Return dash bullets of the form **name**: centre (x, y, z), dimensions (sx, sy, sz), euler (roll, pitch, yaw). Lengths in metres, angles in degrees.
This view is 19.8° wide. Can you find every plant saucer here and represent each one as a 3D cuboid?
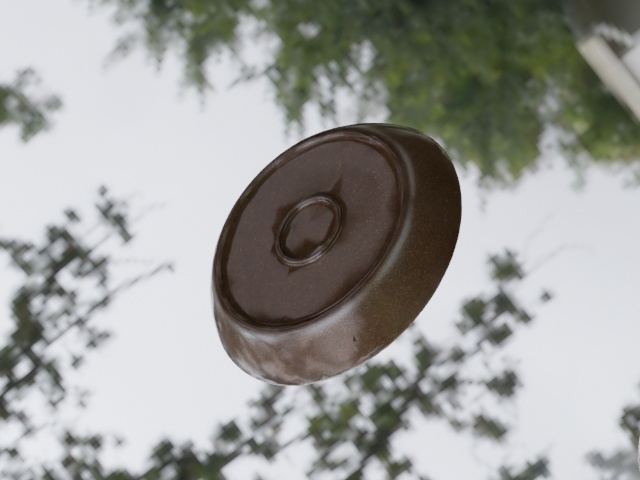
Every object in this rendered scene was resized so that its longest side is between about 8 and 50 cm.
- **plant saucer**: centre (0.000, 0.000, 1.020), dimensions (0.029, 0.168, 0.168), euler (40, -158, -42)

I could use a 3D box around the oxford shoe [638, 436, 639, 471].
- **oxford shoe**: centre (0.340, 0.294, 1.264), dimensions (0.397, 0.140, 0.146), euler (55, -169, -3)
